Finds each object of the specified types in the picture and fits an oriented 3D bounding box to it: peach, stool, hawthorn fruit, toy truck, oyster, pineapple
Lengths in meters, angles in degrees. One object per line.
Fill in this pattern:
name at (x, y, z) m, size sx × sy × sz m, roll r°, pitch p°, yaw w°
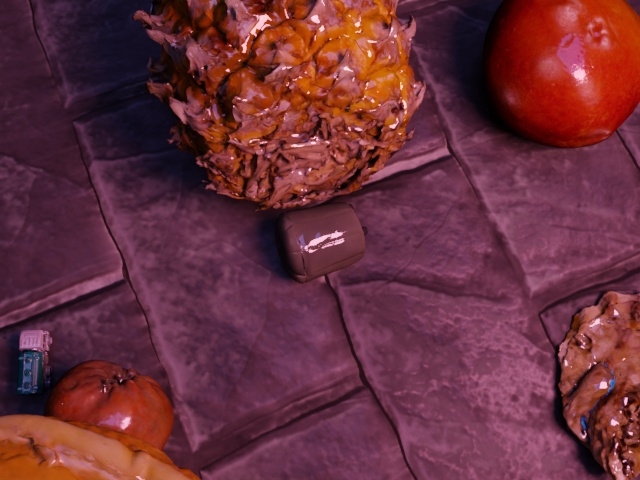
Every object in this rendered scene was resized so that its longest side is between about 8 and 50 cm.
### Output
peach at (0.336, -0.238, 0.957) m, size 0.244 × 0.199 × 0.243 m, roll 5°, pitch 72°, yaw -16°
stool at (0.000, 0.000, 0.916) m, size 0.110 × 0.096 × 0.096 m, roll -17°, pitch 75°, yaw -13°
hawthorn fruit at (-0.258, 0.223, 0.821) m, size 0.149 × 0.149 × 0.189 m, roll 42°, pitch 114°, yaw 8°
toy truck at (-0.355, 0.150, 0.869) m, size 0.039 × 0.044 × 0.083 m, roll -2°, pitch 73°, yaw -8°
oyster at (0.400, 0.175, 0.900) m, size 0.214 × 0.083 × 0.222 m, roll -23°, pitch 70°, yaw -13°
pineapple at (-0.053, -0.211, 0.855) m, size 0.353 × 0.352 × 0.300 m, roll -7°, pitch 65°, yaw -6°

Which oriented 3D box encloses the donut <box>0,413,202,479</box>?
donut at (-0.260, 0.372, 0.676) m, size 0.449 × 0.198 × 0.448 m, roll 1°, pitch 100°, yaw 3°
